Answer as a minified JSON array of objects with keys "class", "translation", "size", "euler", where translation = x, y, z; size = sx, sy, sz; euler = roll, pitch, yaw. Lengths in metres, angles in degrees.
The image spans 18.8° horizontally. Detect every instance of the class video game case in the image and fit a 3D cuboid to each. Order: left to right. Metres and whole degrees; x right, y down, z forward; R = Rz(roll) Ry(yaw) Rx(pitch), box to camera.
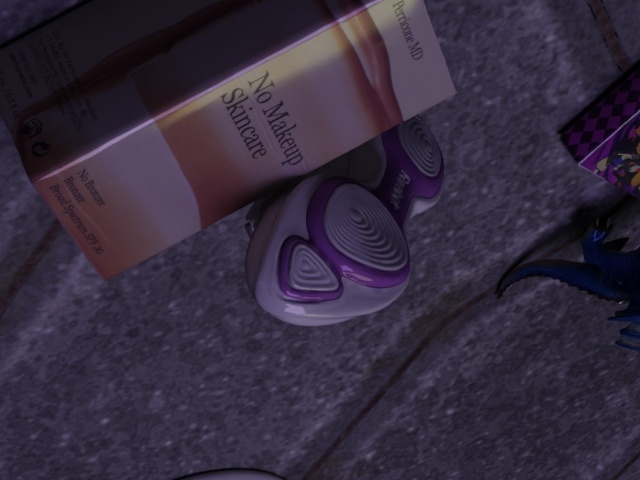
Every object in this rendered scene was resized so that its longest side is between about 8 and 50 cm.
[{"class":"video game case","translation":[0.359,-0.126,1.749],"size":[0.232,0.042,0.210],"euler":[-42,145,19]}]

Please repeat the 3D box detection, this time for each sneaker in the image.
[{"class":"sneaker","translation":[0.000,0.000,1.492],"size":[0.152,0.114,0.305],"euler":[-30,-171,28]}]

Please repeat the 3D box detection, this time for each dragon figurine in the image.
[{"class":"dragon figurine","translation":[0.307,0.050,1.807],"size":[0.289,0.144,0.085],"euler":[-14,155,10]}]

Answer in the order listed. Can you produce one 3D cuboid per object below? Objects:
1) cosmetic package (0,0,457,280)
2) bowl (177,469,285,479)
[{"class":"cosmetic package","translation":[-0.070,-0.116,1.378],"size":[0.296,0.129,0.153],"euler":[-29,145,1]},{"class":"bowl","translation":[-0.130,0.376,1.984],"size":[0.298,0.134,0.298],"euler":[-19,145,-14]}]
